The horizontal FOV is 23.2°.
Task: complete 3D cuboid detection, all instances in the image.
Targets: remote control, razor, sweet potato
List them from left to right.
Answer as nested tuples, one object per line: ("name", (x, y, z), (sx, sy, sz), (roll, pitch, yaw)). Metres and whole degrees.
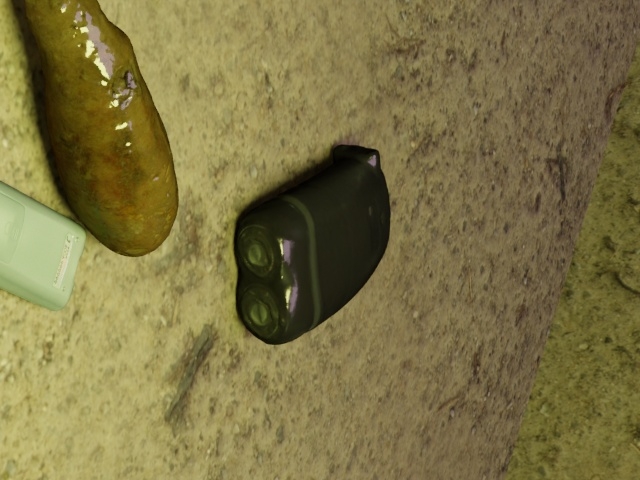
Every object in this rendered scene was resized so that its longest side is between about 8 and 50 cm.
("remote control", (-0.327, -0.008, 1.596), (0.293, 0.051, 0.103), (37, 64, -63))
("sweet potato", (-0.237, -0.137, 1.644), (0.130, 0.131, 0.422), (-57, 145, -39))
("razor", (0.001, 0.001, 2.189), (0.349, 0.113, 0.204), (-38, 129, -54))
